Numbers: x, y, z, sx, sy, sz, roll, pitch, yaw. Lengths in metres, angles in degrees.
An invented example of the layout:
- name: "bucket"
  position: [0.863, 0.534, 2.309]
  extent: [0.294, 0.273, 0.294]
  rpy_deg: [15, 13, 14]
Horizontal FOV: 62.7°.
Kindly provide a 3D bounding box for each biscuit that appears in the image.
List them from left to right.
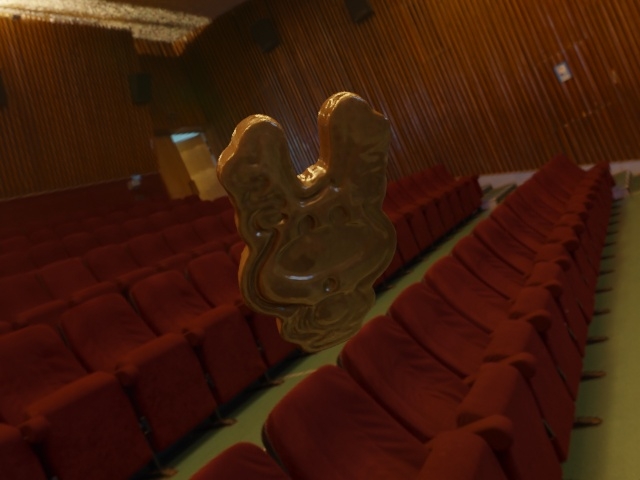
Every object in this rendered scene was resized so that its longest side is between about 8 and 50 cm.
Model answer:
- name: "biscuit"
  position: [-0.003, 0.002, 0.440]
  extent: [0.143, 0.237, 0.040]
  rpy_deg: [-14, 32, -10]
